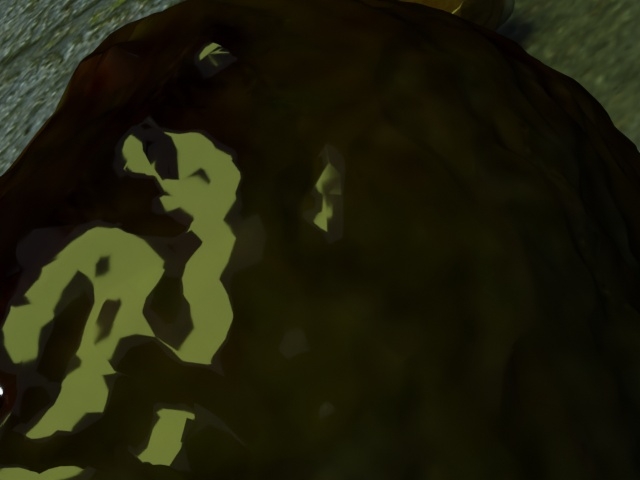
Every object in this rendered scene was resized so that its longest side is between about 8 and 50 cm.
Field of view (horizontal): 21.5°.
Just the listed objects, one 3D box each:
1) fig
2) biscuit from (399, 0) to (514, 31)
[{"bbox_3d":[0.063,0.101,0.461,0.369,0.286,0.286,29,76,28],"label":"fig"},{"bbox_3d":[0.000,0.000,0.821,0.197,0.049,0.301,-27,34,41],"label":"biscuit"}]
